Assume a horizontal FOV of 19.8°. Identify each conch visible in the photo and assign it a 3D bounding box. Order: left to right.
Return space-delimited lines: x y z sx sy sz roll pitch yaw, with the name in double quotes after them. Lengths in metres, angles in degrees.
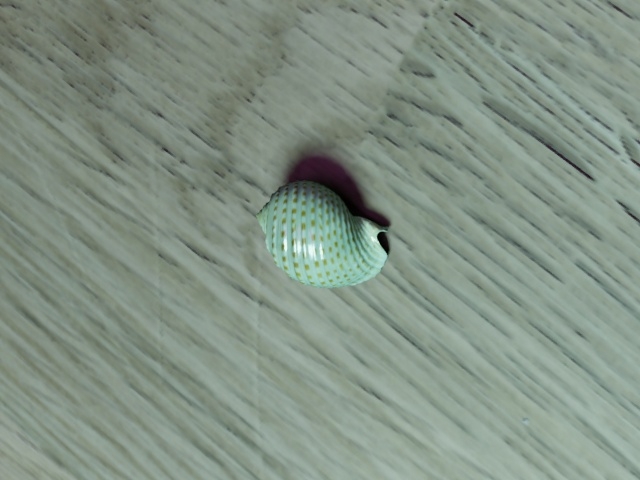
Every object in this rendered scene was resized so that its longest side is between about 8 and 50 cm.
-0.003 0.001 1.207 0.085 0.056 0.076 24 128 27 "conch"
